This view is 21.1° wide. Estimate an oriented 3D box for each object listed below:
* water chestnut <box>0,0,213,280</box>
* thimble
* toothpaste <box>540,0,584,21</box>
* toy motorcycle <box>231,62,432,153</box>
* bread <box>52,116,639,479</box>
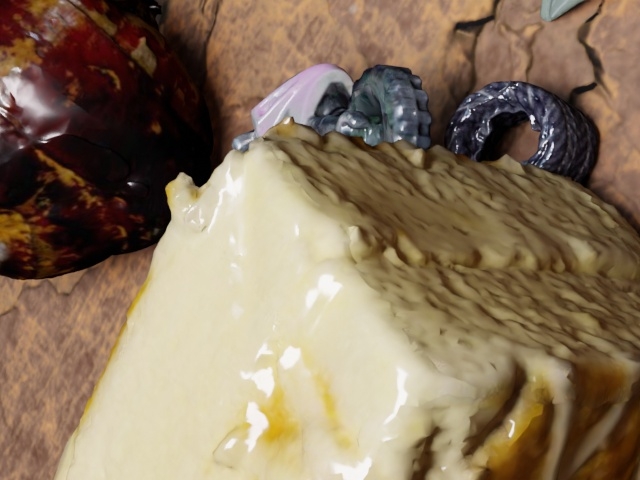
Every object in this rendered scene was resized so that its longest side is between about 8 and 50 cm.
[{"bbox_3d":[-0.230,-0.105,1.489,0.289,0.289,0.244,-49,35,25],"label":"water chestnut"},{"bbox_3d":[0.146,-0.069,1.267,0.104,0.066,0.095,-37,60,28],"label":"thimble"},{"bbox_3d":[0.219,-0.209,1.191,0.255,0.037,0.067,167,104,-66],"label":"toothpaste"},{"bbox_3d":[0.000,0.000,1.348,0.188,0.143,0.327,44,127,47],"label":"toy motorcycle"},{"bbox_3d":[0.052,0.155,1.096,0.279,0.371,0.390,38,111,38],"label":"bread"}]
